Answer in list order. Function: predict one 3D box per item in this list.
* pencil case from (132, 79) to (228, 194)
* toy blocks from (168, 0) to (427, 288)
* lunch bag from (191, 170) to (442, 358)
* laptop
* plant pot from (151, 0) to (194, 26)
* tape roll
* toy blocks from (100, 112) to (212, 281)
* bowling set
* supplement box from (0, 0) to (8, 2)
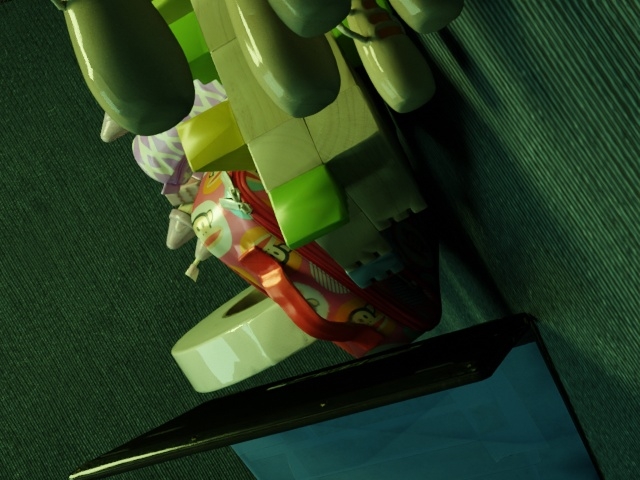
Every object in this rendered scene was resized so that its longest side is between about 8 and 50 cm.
[{"bbox_3d":[-0.136,-0.148,0.996,0.086,0.206,0.088,-10,-117,-44],"label":"pencil case"},{"bbox_3d":[-0.003,-0.128,0.817,0.261,0.191,0.381,45,-160,-61],"label":"toy blocks"},{"bbox_3d":[0.000,0.000,0.972,0.293,0.120,0.258,36,-147,-19],"label":"lunch bag"},{"bbox_3d":[0.051,0.238,0.879,0.408,0.382,0.236,-10,-98,-70],"label":"laptop"},{"bbox_3d":[-0.161,-0.293,1.071,0.228,0.227,0.207,56,-174,35],"label":"plant pot"},{"bbox_3d":[-0.038,0.085,1.290,0.072,0.392,0.392,59,177,-5],"label":"tape roll"},{"bbox_3d":[-0.141,-0.094,1.266,0.309,0.260,0.288,25,162,22],"label":"toy blocks"},{"bbox_3d":[0.000,-0.179,0.503,0.287,0.200,0.154,-12,-111,-48],"label":"bowling set"},{"bbox_3d":[-0.409,-0.399,1.195,0.188,0.081,0.104,-9,107,47],"label":"supplement box"}]
